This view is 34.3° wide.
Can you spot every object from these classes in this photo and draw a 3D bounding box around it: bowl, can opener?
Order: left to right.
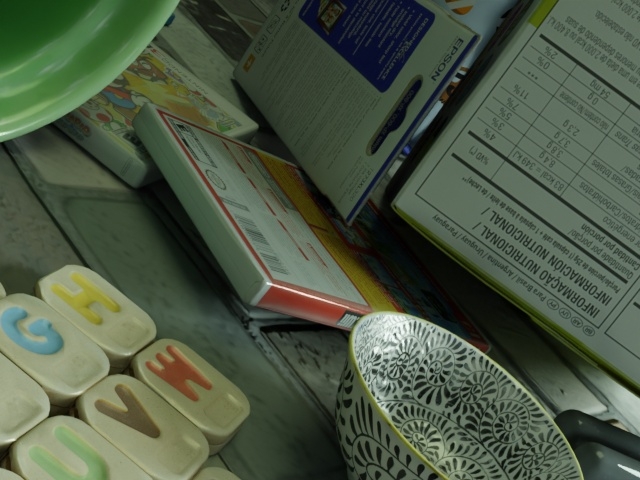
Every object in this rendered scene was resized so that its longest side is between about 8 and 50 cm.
[{"bbox_3d":[0.067,0.128,0.626,0.170,0.080,0.170,30,24,-15],"label":"bowl"},{"bbox_3d":[0.311,0.191,0.826,0.283,0.095,0.076,25,24,-24],"label":"can opener"}]

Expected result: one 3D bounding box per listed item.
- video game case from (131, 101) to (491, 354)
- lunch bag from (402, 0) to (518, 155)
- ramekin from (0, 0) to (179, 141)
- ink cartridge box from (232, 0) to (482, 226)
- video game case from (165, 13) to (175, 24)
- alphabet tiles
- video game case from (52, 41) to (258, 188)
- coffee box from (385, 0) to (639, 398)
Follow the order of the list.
[{"bbox_3d":[0.000,0.000,0.816,0.285,0.025,0.204,19,27,-48],"label":"video game case"},{"bbox_3d":[0.186,-0.327,1.294,0.239,0.385,0.328,35,22,0],"label":"lunch bag"},{"bbox_3d":[-0.219,-0.219,0.628,0.148,0.303,0.303,41,23,23],"label":"ramekin"},{"bbox_3d":[0.030,-0.152,0.933,0.069,0.176,0.371,28,15,-28],"label":"ink cartridge box"},{"bbox_3d":[-0.243,-0.285,1.087,0.166,0.015,0.119,44,25,19],"label":"video game case"},{"bbox_3d":[-0.138,0.093,0.486,0.278,0.021,0.284,38,23,7],"label":"alphabet tiles"},{"bbox_3d":[-0.175,-0.134,0.872,0.206,0.026,0.227,38,23,6],"label":"video game case"},{"bbox_3d":[0.285,-0.072,0.915,0.338,0.334,0.337,36,6,-1],"label":"coffee box"}]
